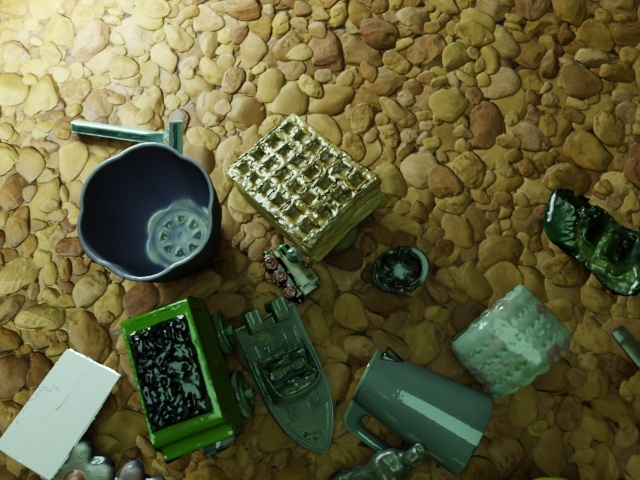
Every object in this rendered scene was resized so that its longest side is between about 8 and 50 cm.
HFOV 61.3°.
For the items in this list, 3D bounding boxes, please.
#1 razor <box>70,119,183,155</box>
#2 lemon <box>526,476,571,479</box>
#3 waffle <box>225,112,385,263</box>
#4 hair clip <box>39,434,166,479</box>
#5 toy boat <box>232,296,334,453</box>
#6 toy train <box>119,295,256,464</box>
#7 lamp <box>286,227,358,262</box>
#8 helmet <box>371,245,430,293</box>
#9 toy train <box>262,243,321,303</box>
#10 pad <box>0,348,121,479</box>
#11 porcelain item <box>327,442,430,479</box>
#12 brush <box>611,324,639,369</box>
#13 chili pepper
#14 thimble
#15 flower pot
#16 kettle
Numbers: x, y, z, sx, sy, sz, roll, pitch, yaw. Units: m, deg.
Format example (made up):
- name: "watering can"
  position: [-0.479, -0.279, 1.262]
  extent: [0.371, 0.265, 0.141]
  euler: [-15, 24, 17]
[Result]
- name: "razor"
  position: [-0.445, -0.245, 1.253]
  extent: [0.277, 0.056, 0.111]
  euler: [12, 114, 11]
- name: "lemon"
  position: [0.394, 0.572, 0.906]
  extent: [0.335, 0.336, 0.336]
  euler: [-1, 77, 2]
- name: "waffle"
  position: [-0.034, -0.116, 1.127]
  extent: [0.213, 0.091, 0.308]
  euler: [-43, 56, -6]
- name: "hair clip"
  position: [-0.432, 0.493, 1.079]
  extent: [0.257, 0.075, 0.146]
  euler: [26, 75, 3]
- name: "toy boat"
  position: [-0.058, 0.277, 1.085]
  extent: [0.141, 0.092, 0.320]
  euler: [-22, 85, -31]
- name: "toy train"
  position: [-0.241, 0.260, 1.029]
  extent: [0.173, 0.249, 0.307]
  euler: [-20, 78, 0]
- name: "lamp"
  position: [0.000, 0.000, 1.148]
  extent: [0.163, 0.091, 0.091]
  euler: [-31, 78, -13]
- name: "helmet"
  position: [0.164, 0.064, 1.143]
  extent: [0.123, 0.070, 0.098]
  euler: [-15, 83, -8]
- name: "toy train"
  position: [-0.065, 0.067, 1.165]
  extent: [0.087, 0.050, 0.138]
  euler: [-36, 77, -10]
- name: "pad"
  position: [-0.530, 0.345, 1.100]
  extent: [0.156, 0.004, 0.232]
  euler: [20, 63, 19]
- name: "porcelain item"
  position: [0.115, 0.442, 1.016]
  extent: [0.215, 0.069, 0.081]
  euler: [-36, 84, 23]
- name: "brush"
  position: [0.668, 0.259, 1.099]
  extent: [0.034, 0.027, 0.190]
  euler: [-31, 77, -6]
- name: "chili pepper"
  position: [0.576, -0.001, 1.129]
  extent: [0.264, 0.116, 0.148]
  euler: [38, 93, 10]
- name: "thimble"
  position: [0.362, 0.203, 1.054]
  extent: [0.149, 0.185, 0.211]
  euler: [50, 118, 13]
- name: "flower pot"
  position: [-0.312, -0.027, 1.099]
  extent: [0.265, 0.243, 0.265]
  euler: [-1, 75, 4]
- name: "kettle"
  position: [0.180, 0.343, 1.060]
  extent: [0.243, 0.160, 0.211]
  euler: [26, 109, 15]
